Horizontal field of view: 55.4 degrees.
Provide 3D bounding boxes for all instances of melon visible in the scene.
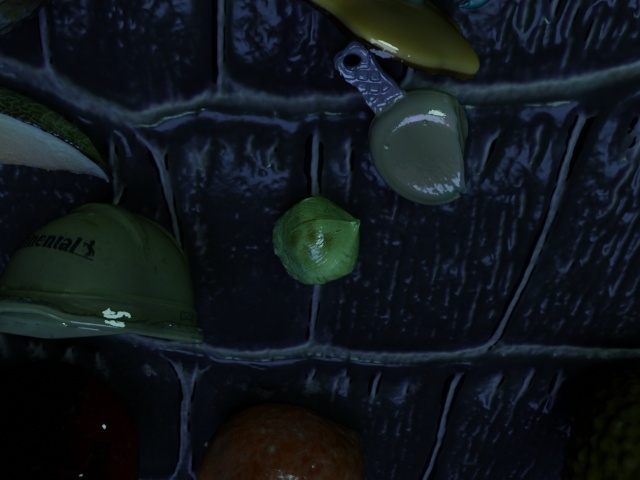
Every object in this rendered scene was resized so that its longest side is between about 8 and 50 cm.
[{"bbox_3d":[-0.295,-0.103,0.590,0.182,0.054,0.098,7,133,3],"label":"melon"}]

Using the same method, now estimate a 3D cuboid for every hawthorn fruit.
[{"bbox_3d":[-0.362,0.292,0.754,0.315,0.316,0.316,3,127,4],"label":"hawthorn fruit"}]

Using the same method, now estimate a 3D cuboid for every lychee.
[{"bbox_3d":[0.392,0.256,0.642,0.320,0.270,0.270,-47,115,-9],"label":"lychee"}]

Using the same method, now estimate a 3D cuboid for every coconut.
[{"bbox_3d":[0.000,0.000,0.611,0.096,0.088,0.088,-29,119,31],"label":"coconut"}]

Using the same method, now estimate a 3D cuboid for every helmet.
[{"bbox_3d":[-0.237,0.031,0.631,0.257,0.137,0.204,-1,166,17],"label":"helmet"}]

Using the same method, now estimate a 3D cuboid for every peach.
[{"bbox_3d":[-0.042,0.313,0.799,0.232,0.232,0.233,3,127,4],"label":"peach"}]

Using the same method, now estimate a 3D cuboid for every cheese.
[{"bbox_3d":[0.081,-0.106,0.542,0.092,0.048,0.171,-15,123,17],"label":"cheese"}]

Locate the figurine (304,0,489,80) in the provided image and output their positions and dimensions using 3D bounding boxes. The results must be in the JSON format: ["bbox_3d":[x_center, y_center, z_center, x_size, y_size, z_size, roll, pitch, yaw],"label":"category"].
[{"bbox_3d":[0.109,-0.246,0.371,0.208,0.181,0.257,46,127,23],"label":"figurine"}]

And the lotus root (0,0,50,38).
[{"bbox_3d":[-0.313,-0.217,0.444,0.349,0.175,0.175,-13,124,21],"label":"lotus root"}]
